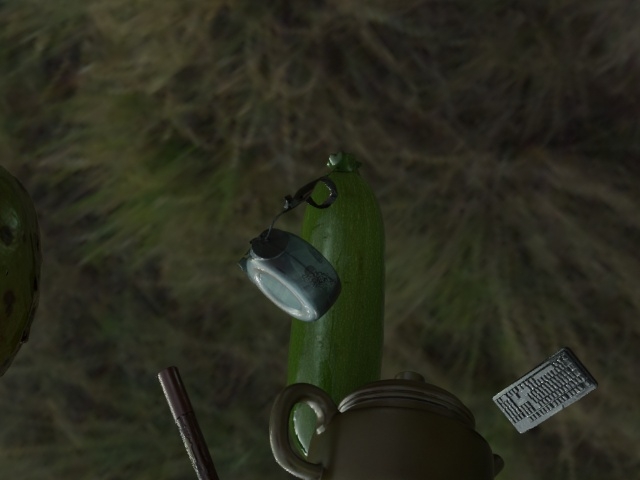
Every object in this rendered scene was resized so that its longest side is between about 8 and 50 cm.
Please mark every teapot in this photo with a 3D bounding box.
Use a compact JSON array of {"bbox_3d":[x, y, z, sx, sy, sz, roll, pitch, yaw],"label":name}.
[{"bbox_3d":[0.068,0.208,1.680,0.267,0.175,0.185,23,143,-23],"label":"teapot"}]

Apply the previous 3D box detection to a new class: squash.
[{"bbox_3d":[0.020,0.077,1.901,0.107,0.395,0.107,2,150,1],"label":"squash"}]

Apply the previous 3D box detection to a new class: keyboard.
[{"bbox_3d":[0.228,0.155,1.748,0.053,0.010,0.155,50,146,5],"label":"keyboard"}]

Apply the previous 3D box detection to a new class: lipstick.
[{"bbox_3d":[-0.142,0.218,1.898,0.027,0.027,0.176,-56,47,39],"label":"lipstick"}]

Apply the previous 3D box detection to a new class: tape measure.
[{"bbox_3d":[0.002,-0.003,1.739,0.107,0.180,0.104,38,144,6],"label":"tape measure"}]

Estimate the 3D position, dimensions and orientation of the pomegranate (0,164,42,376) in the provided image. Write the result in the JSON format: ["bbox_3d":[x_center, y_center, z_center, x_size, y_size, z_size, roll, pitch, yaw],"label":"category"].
[{"bbox_3d":[-0.353,0.033,1.300,0.285,0.231,0.231,0,117,12],"label":"pomegranate"}]
